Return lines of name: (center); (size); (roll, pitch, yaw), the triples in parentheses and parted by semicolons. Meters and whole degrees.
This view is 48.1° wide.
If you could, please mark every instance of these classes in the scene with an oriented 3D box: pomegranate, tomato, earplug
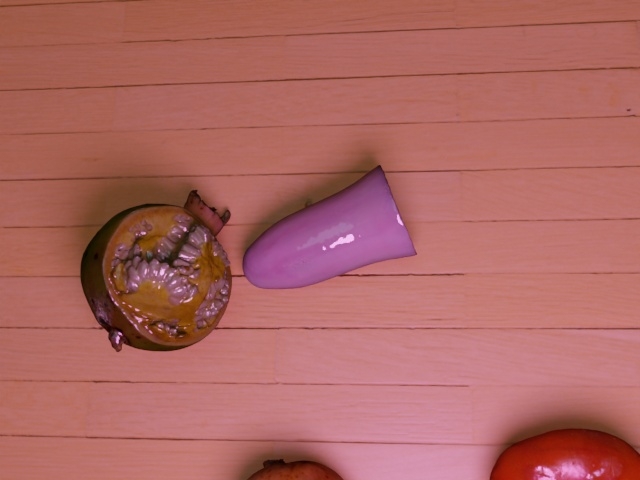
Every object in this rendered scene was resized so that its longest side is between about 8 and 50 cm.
pomegranate: (-0.038, 0.444, 1.141); (0.215, 0.215, 0.215); (-1, 76, 6)
pomegranate: (-0.268, 0.041, 1.259); (0.260, 0.260, 0.340); (21, 48, 11)
tomato: (0.390, 0.414, 1.111); (0.260, 0.180, 0.259); (-2, 77, 8)
earplug: (0.000, 0.000, 1.277); (0.301, 0.172, 0.172); (-22, 75, 6)
